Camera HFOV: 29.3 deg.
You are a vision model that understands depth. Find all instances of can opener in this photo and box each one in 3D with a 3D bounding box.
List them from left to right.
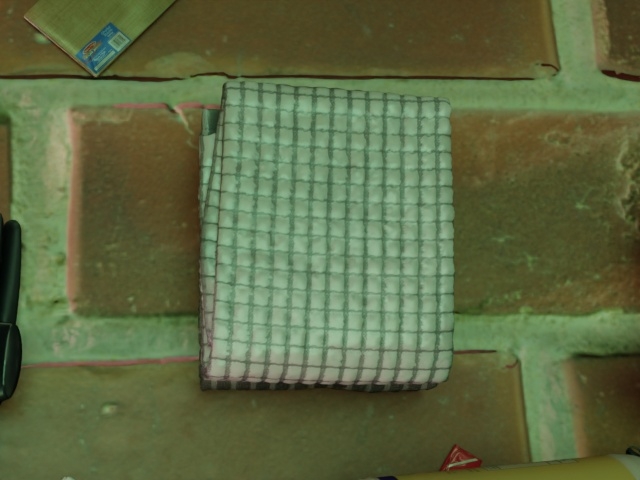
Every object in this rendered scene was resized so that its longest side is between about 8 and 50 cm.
[{"bbox_3d":[-0.293,0.064,1.109,0.073,0.059,0.186,-9,63,14],"label":"can opener"}]

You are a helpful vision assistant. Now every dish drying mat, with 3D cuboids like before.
[{"bbox_3d":[0.121,0.235,1.156,0.032,0.008,0.083,33,70,0],"label":"dish drying mat"}]

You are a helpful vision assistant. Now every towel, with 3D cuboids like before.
[{"bbox_3d":[0.000,0.000,1.151,0.234,0.121,0.284,2,74,-8],"label":"towel"}]

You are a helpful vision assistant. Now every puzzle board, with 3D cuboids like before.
[{"bbox_3d":[-0.219,-0.236,1.236,0.096,0.011,0.128,40,71,2],"label":"puzzle board"}]

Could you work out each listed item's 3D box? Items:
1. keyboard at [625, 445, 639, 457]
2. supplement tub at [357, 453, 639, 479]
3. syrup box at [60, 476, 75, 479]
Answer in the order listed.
[{"bbox_3d":[0.386,0.223,1.132,0.201,0.033,0.317,-24,99,12],"label":"keyboard"},{"bbox_3d":[0.184,0.304,1.015,0.331,0.241,0.241,-4,74,-8],"label":"supplement tub"},{"bbox_3d":[-0.156,0.311,1.034,0.237,0.096,0.093,38,68,3],"label":"syrup box"}]
